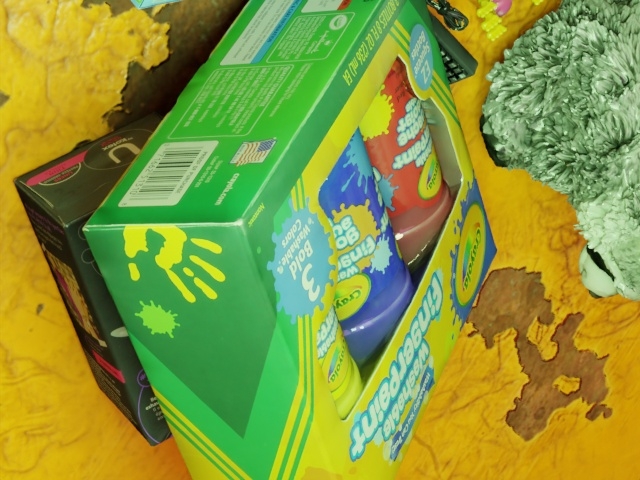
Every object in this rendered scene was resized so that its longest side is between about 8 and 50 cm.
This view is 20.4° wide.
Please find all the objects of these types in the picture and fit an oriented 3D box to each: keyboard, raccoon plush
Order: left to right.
[{"bbox_3d":[0.093,-0.219,1.827,0.108,0.023,0.180,-24,134,29],"label":"keyboard"},{"bbox_3d":[0.341,-0.142,1.822,0.216,0.299,0.446,-18,136,-31],"label":"raccoon plush"}]

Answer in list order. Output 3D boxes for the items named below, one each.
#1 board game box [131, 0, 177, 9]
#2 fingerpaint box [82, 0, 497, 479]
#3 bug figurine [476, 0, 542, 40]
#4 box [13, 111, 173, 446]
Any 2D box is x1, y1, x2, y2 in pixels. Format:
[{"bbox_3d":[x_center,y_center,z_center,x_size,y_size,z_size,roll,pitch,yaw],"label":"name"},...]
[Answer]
[{"bbox_3d":[-0.077,-0.309,1.625,0.160,0.039,0.211,-20,154,-46],"label":"board game box"},{"bbox_3d":[0.000,0.000,1.678,0.445,0.163,0.371,-60,140,-46],"label":"fingerpaint box"},{"bbox_3d":[0.211,-0.338,1.841,0.279,0.072,0.216,-36,135,-14],"label":"bug figurine"},{"bbox_3d":[-0.166,0.037,1.761,0.165,0.143,0.270,-27,123,-18],"label":"box"}]
